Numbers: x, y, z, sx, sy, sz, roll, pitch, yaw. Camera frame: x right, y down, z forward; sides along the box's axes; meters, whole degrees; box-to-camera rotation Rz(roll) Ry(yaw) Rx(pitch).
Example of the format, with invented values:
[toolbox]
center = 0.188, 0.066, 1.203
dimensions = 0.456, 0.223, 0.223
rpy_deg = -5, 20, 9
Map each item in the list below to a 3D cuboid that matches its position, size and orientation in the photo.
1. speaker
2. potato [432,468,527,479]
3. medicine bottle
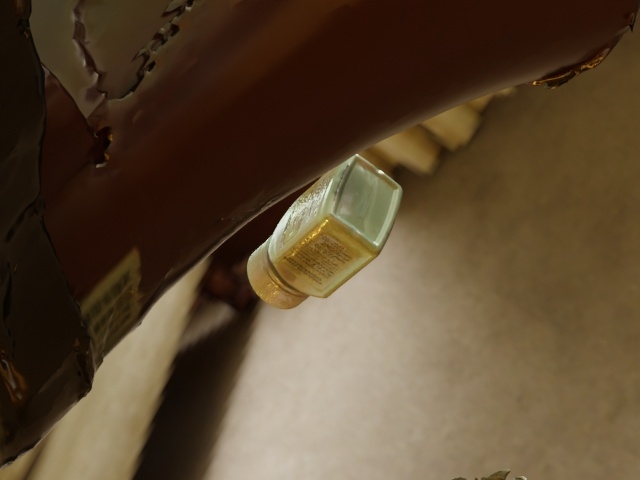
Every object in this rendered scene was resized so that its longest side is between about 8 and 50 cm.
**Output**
[speaker]
center = -0.046, -0.042, 0.473
dimensions = 0.329, 0.198, 0.259
rpy_deg = -50, 12, -34
[potato]
center = 0.094, 0.220, 1.188
dimensions = 0.138, 0.098, 0.243
rpy_deg = -36, 20, -9
[medicine bottle]
center = 0.000, 0.000, 1.343
dimensions = 0.118, 0.055, 0.074
rpy_deg = -41, 21, 44
